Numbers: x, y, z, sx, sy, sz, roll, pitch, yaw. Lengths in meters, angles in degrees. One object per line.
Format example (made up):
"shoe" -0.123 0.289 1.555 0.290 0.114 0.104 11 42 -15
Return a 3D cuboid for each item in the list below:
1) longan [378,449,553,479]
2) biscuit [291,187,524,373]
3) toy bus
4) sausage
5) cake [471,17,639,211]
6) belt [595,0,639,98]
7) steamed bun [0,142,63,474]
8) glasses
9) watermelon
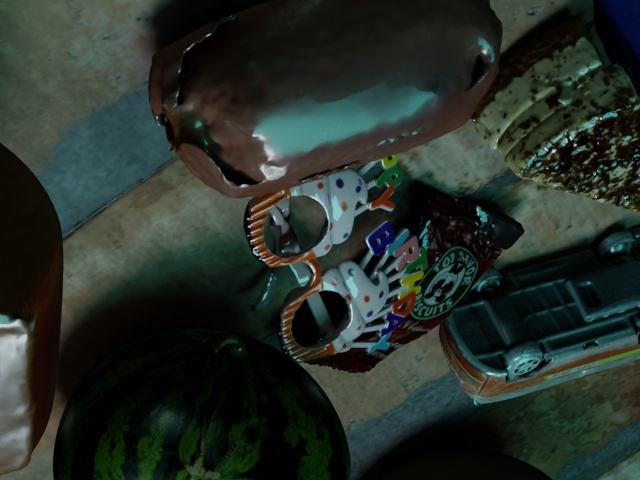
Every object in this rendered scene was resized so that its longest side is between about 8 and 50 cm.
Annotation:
"longan" 0.155 0.384 2.120 0.319 0.319 0.319 -20 145 -15
"biscuit" 0.075 0.049 1.817 0.235 0.063 0.151 -47 151 18
"toy bus" 0.241 0.084 1.941 0.265 0.121 0.120 -15 153 -20
"sausage" 0.008 -0.128 1.465 0.279 0.152 0.152 -21 145 -15
"cake" 0.224 -0.080 1.721 0.135 0.112 0.246 -29 149 3
"belt" 0.361 -0.191 1.669 0.212 0.117 0.347 -29 146 1
"steamed bun" -0.369 0.032 1.304 0.379 0.248 0.235 -7 139 -13
"glasses" 0.008 0.000 1.692 0.162 0.095 0.255 -25 128 -14
"watermelon" -0.101 0.201 1.708 0.269 0.269 0.269 -20 145 -15
